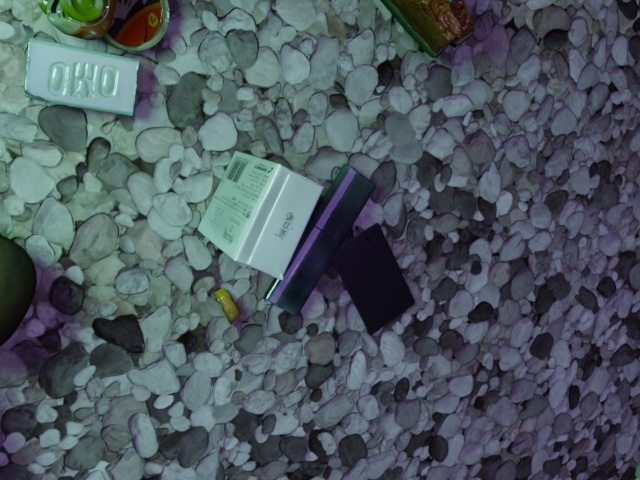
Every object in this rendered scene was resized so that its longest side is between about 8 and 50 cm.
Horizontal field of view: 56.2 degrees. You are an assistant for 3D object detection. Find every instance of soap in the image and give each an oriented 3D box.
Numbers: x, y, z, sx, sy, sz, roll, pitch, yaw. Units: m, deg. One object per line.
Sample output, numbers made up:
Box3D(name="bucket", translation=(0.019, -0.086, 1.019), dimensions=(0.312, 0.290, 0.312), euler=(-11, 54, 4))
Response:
Box3D(name="soap", translation=(-0.457, -0.312, 1.154), dimensions=(0.198, 0.063, 0.115), euler=(4, 102, -26))

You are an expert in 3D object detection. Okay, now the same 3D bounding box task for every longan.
Box3D(name="longan", translation=(-0.649, 0.092, 1.072), dimensions=(0.246, 0.215, 0.246), euler=(-11, 104, -47))

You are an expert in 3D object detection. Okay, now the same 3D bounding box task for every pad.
Box3D(name="pad", translation=(0.139, 0.102, 1.566), dimensions=(0.159, 0.009, 0.265), euler=(-33, 112, -15))

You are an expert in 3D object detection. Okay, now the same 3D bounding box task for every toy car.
Box3D(name="toy car", translation=(-0.384, -0.464, 1.129), dimensions=(0.235, 0.145, 0.235), euler=(-20, 121, -38))

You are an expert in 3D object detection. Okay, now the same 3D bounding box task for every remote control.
Box3D(name="remote control", translation=(0.000, 0.000, 1.455), dimensions=(0.107, 0.044, 0.377), euler=(32, 88, -32))

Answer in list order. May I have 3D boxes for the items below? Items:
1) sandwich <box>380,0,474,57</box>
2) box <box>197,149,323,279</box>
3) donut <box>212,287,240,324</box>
Box3D(name="sandwich", translation=(0.244, -0.530, 1.369), dimensions=(0.109, 0.212, 0.292), euler=(-46, 131, 7))
Box3D(name="box", translation=(-0.132, -0.062, 1.247), dimensions=(0.116, 0.274, 0.203), euler=(25, 90, -29))
Box3D(name="donut", translation=(-0.215, 0.151, 1.396), dimensions=(0.038, 0.067, 0.083), euler=(-29, 81, -10))
